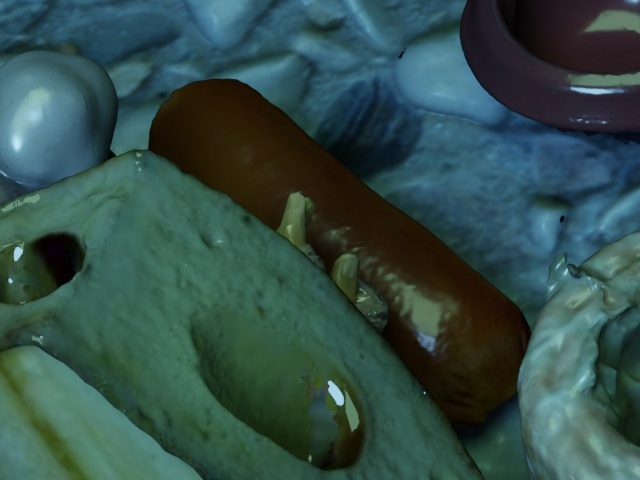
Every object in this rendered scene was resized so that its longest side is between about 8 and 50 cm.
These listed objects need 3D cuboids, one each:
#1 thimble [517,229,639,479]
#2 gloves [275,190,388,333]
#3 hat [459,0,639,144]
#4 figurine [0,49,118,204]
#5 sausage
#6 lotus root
[{"bbox_3d":[0.211,0.089,0.721,0.229,0.148,0.196,-12,50,4],"label":"thimble"},{"bbox_3d":[-0.025,0.055,0.795,0.094,0.144,0.110,-22,2,-38],"label":"gloves"},{"bbox_3d":[0.188,-0.137,0.948,0.205,0.089,0.205,-8,53,11],"label":"hat"},{"bbox_3d":[-0.260,0.039,0.829,0.364,0.218,0.206,-11,81,7],"label":"figurine"},{"bbox_3d":[0.000,0.000,0.877,0.089,0.083,0.300,-35,54,-23],"label":"sausage"},{"bbox_3d":[-0.055,0.109,0.696,0.210,0.314,0.142,-29,19,30],"label":"lotus root"}]
